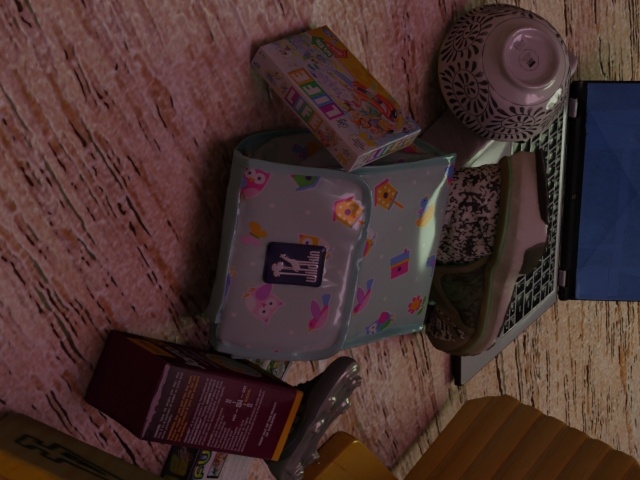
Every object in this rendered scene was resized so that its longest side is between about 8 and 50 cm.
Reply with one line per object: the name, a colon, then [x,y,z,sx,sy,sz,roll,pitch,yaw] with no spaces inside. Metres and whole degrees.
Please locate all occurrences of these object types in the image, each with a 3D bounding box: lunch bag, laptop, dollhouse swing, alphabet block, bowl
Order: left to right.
alphabet block: [-0.242,0.278,1.256,0.197,0.193,0.192,-109,-139,-89]
lunch bag: [0.000,0.000,1.516,0.262,0.160,0.223,-10,119,-43]
dollhouse swing: [0.213,0.313,1.834,0.305,0.347,0.315,-56,146,-13]
bowl: [0.230,-0.205,1.685,0.170,0.080,0.170,2,82,-17]
laptop: [0.394,-0.005,1.988,0.408,0.236,0.382,-36,136,-37]

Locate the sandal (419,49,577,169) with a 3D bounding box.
sandal: [0.208,-0.146,1.775,0.265,0.102,0.076,-42,142,-18]

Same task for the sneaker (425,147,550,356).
sneaker: [0.151,0.008,1.747,0.410,0.182,0.158,105,-7,-59]

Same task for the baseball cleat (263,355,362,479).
baseball cleat: [-0.030,0.176,1.542,0.072,0.109,0.206,-27,153,-46]

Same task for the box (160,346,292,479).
box: [-0.102,0.196,1.605,0.114,0.036,0.207,16,98,-57]

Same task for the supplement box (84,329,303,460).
supplement box: [-0.125,0.157,1.453,0.188,0.104,0.081,18,94,-44]

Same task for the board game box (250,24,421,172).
board game box: [0.016,-0.145,1.451,0.103,0.154,0.026,-27,160,-44]
